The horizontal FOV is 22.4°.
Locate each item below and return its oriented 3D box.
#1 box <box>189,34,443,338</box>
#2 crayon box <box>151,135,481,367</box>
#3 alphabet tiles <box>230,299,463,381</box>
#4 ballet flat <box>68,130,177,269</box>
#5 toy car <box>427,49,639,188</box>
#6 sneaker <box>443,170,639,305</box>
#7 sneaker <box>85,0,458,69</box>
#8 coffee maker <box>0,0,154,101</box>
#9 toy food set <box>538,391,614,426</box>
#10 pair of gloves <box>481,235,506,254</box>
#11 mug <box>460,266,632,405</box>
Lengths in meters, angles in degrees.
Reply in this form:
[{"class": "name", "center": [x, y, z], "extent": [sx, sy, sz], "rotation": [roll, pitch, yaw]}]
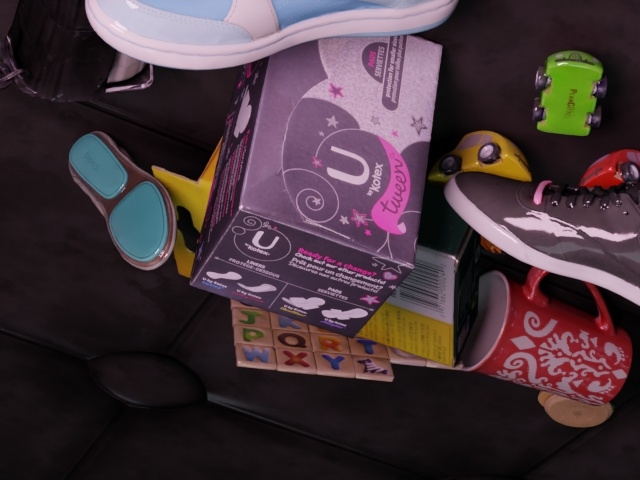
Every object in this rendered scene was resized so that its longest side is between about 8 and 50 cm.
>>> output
[{"class": "box", "center": [0.002, -0.069, 1.410], "extent": [0.163, 0.247, 0.142], "rotation": [19, 146, -12]}, {"class": "crayon box", "center": [0.000, 0.000, 1.620], "extent": [0.319, 0.081, 0.202], "rotation": [17, 149, 14]}, {"class": "alphabet tiles", "center": [0.025, 0.093, 1.690], "extent": [0.237, 0.198, 0.009], "rotation": [6, 114, -9]}, {"class": "ballet flat", "center": [-0.179, -0.034, 1.580], "extent": [0.072, 0.213, 0.068], "rotation": [-44, 137, 4]}, {"class": "toy car", "center": [0.223, -0.103, 1.477], "extent": [0.239, 0.053, 0.225], "rotation": [6, 145, 4]}, {"class": "sneaker", "center": [0.264, -0.035, 1.444], "extent": [0.296, 0.104, 0.147], "rotation": [24, 119, 10]}, {"class": "sneaker", "center": [-0.017, -0.246, 1.213], "extent": [0.319, 0.127, 0.208], "rotation": [-14, 149, -25]}, {"class": "coffee maker", "center": [-0.200, -0.206, 1.337], "extent": [0.120, 0.171, 0.178], "rotation": [42, 139, 18]}, {"class": "toy food set", "center": [0.305, 0.197, 1.919], "extent": [0.083, 0.020, 0.082], "rotation": [-13, 140, 30]}, {"class": "pair of gloves", "center": [0.198, -0.009, 1.657], "extent": [0.083, 0.010, 0.074], "rotation": [-11, 140, 27]}, {"class": "mug", "center": [0.249, 0.104, 1.723], "extent": [0.169, 0.113, 0.150], "rotation": [21, 146, -21]}]
